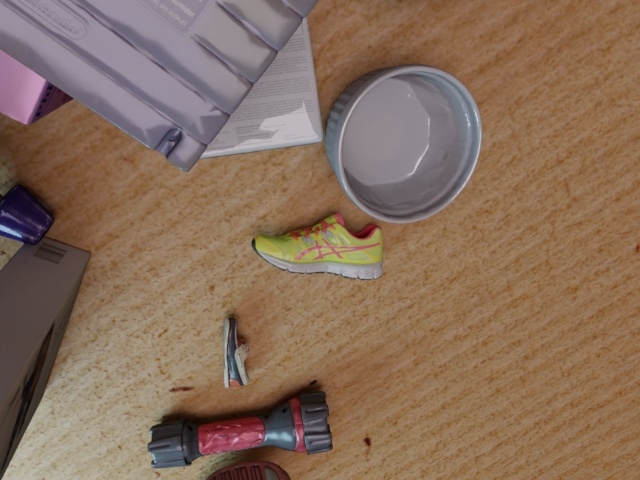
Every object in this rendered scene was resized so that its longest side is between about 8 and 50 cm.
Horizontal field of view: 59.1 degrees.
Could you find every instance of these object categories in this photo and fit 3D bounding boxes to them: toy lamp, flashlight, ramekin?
[{"bbox_3d":[-0.495,-0.087,0.757,0.275,0.080,0.080,36,105,-19],"label":"toy lamp"},{"bbox_3d":[-0.134,0.329,0.962,0.304,0.103,0.103,-7,115,-4],"label":"flashlight"},{"bbox_3d":[0.103,-0.138,0.772,0.207,0.109,0.207,-7,114,-16],"label":"ramekin"}]

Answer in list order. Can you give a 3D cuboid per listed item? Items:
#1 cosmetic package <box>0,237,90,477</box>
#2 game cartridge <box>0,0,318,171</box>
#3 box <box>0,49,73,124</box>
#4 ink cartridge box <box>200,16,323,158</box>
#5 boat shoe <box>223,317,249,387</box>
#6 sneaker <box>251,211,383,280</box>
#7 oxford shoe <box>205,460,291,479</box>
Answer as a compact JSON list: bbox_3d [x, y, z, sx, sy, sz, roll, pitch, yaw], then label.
[{"bbox_3d":[-0.420,0.197,0.722,0.097,0.377,0.284,22,109,-16],"label":"cosmetic package"},{"bbox_3d":[-0.194,-0.247,0.471,0.355,0.068,0.230,35,100,-24],"label":"game cartridge"},{"bbox_3d":[-0.291,-0.267,0.613,0.117,0.243,0.213,28,106,-17],"label":"box"},{"bbox_3d":[-0.099,-0.233,0.766,0.181,0.056,0.224,-8,96,-3],"label":"ink cartridge box"},{"bbox_3d":[-0.139,0.185,0.930,0.043,0.049,0.137,-2,116,-9],"label":"boat shoe"},{"bbox_3d":[0.000,0.000,0.858,0.209,0.081,0.094,6,105,-16],"label":"sneaker"},{"bbox_3d":[-0.157,0.493,1.020,0.348,0.123,0.130,-39,140,27],"label":"oxford shoe"}]
